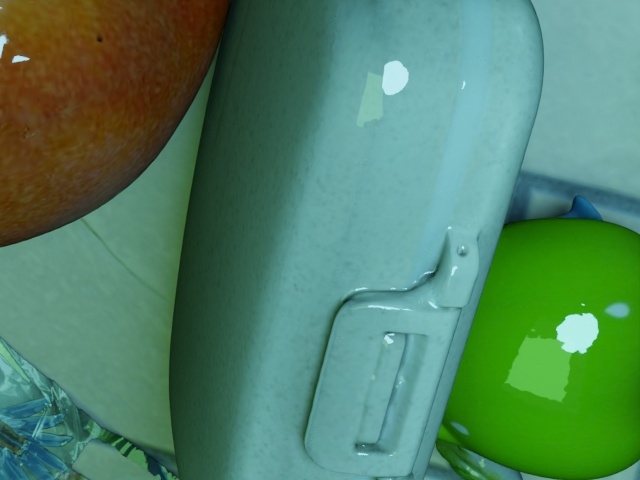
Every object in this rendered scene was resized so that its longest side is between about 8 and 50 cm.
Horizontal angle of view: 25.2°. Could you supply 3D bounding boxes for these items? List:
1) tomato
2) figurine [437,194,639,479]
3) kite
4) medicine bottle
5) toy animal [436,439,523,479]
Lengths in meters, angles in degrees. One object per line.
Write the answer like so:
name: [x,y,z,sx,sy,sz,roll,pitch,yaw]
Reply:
tomato: [-0.211,-0.140,0.771,0.321,0.321,0.321,7,117,14]
figurine: [0.180,0.060,0.834,0.263,0.143,0.162,2,111,4]
kite: [-0.190,0.166,1.069,0.310,0.015,0.169,25,120,5]
medicine bottle: [0.000,0.000,0.777,0.123,0.282,0.375,5,119,-18]
toy animal: [0.079,0.108,0.929,0.217,0.041,0.075,46,157,-6]
